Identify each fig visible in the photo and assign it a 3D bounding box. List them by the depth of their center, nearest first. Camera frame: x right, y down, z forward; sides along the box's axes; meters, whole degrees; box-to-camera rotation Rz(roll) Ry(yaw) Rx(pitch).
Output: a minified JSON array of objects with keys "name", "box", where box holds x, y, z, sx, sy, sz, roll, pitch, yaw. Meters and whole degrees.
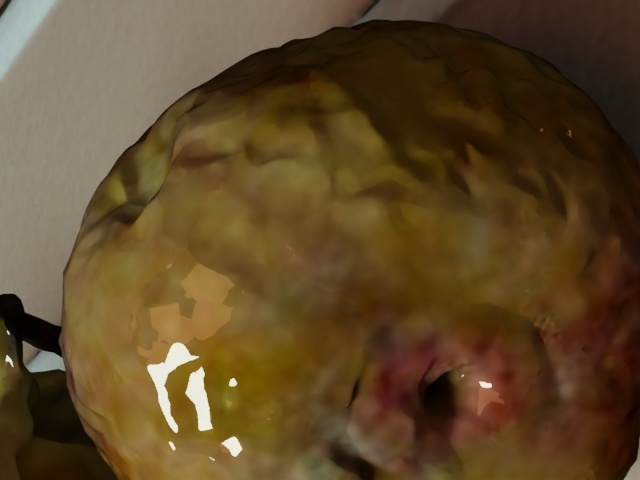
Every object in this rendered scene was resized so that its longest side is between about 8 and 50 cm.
[{"name":"fig","box":[0.000,0.000,0.619,0.369,0.286,0.286,-123,45,-57]}]

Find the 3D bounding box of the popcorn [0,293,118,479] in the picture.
[{"name":"popcorn","box":[-0.151,0.206,0.686,0.349,0.349,0.382,12,115,38]}]
